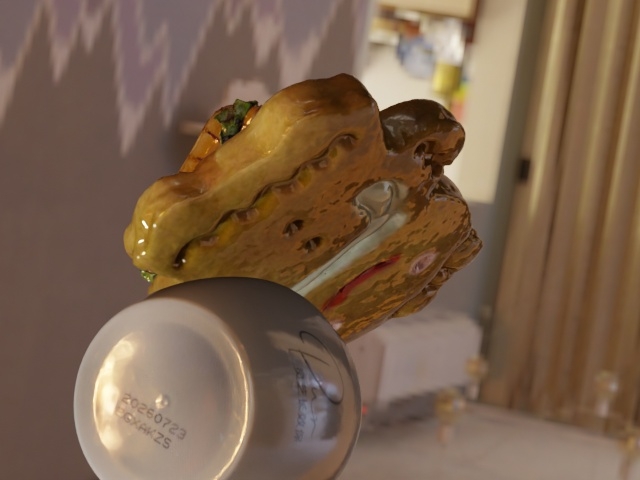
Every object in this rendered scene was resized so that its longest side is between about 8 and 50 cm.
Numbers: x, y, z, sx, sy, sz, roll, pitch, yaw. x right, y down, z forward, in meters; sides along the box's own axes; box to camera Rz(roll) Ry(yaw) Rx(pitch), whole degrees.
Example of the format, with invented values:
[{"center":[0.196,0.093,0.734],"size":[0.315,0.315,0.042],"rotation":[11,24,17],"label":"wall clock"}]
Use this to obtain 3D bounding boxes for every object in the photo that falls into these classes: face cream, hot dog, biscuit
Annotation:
[{"center":[-0.045,0.073,0.787],"size":[0.117,0.117,0.104],"rotation":[12,180,26],"label":"face cream"},{"center":[-0.063,-0.025,1.006],"size":[0.049,0.122,0.037],"rotation":[21,-167,-34],"label":"hot dog"},{"center":[0.002,0.002,0.902],"size":[0.035,0.184,0.249],"rotation":[58,-175,27],"label":"biscuit"}]
